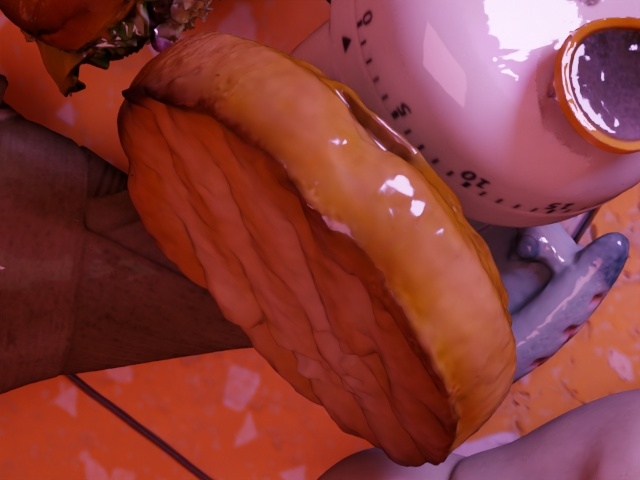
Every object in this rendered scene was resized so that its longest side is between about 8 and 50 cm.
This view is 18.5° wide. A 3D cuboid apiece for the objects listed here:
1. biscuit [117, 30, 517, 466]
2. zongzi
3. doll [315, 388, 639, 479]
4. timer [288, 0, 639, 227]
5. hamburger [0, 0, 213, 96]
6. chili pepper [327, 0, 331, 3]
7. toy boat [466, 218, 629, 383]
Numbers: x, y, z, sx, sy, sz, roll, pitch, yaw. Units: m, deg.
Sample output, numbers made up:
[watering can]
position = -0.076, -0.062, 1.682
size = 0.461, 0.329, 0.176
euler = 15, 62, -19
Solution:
[biscuit]
position = 0.000, 0.000, 1.170
size = 0.102, 0.296, 0.296
euler = -40, 80, -19
[zongzi]
position = -0.311, 0.124, 1.341
size = 0.467, 0.218, 0.500
euler = 33, 87, 15
[doll]
position = 0.142, 0.211, 1.236
size = 0.370, 0.215, 0.226
euler = -23, 52, 19
[timer]
position = 0.109, -0.119, 1.198
size = 0.233, 0.233, 0.240
euler = 64, 150, 2
[hamburger]
position = -0.135, -0.225, 1.297
size = 0.262, 0.139, 0.243
euler = -37, 64, 48
[chili pepper]
position = 0.042, -0.153, 1.304
size = 0.088, 0.059, 0.227
euler = -37, 89, 27
[toy boat]
position = 0.099, 0.034, 1.297
size = 0.208, 0.079, 0.134
euler = -39, 86, 21
